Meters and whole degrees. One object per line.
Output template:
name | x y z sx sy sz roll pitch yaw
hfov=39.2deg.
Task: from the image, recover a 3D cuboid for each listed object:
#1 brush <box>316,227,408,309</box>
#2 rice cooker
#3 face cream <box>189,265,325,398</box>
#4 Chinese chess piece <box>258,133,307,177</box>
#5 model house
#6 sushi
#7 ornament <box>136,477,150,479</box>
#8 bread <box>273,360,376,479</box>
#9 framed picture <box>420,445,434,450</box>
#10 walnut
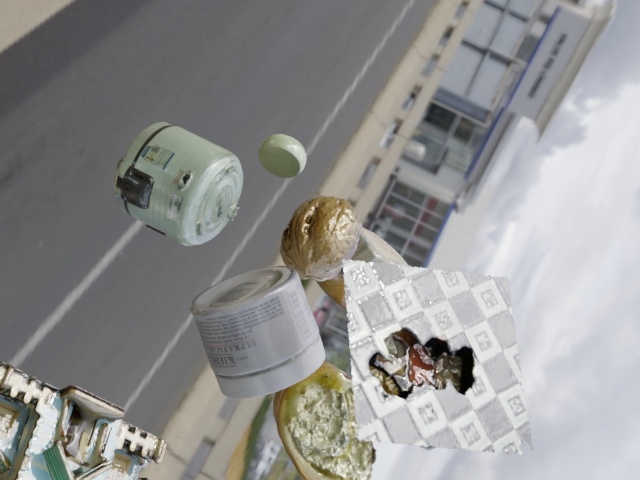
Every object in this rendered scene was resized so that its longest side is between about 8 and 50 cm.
brush | 0.076 0.045 2.170 0.166 0.174 0.266 -53 -139 13
rice cooker | -0.299 -0.116 1.850 0.226 0.244 0.226 -55 164 -24
face cream | -0.097 0.138 1.391 0.177 0.177 0.152 -55 127 -69
Chinese chess piece | -0.065 -0.144 1.534 0.084 0.084 0.034 111 0 -54
model house | -0.335 0.300 1.091 0.178 0.271 0.206 -25 -140 41
sushi | 0.151 0.164 1.230 0.050 0.290 0.264 -38 -130 52
ornament | -0.373 0.595 1.815 0.260 0.106 0.251 98 -13 -51
bread | -0.013 0.458 2.239 0.270 0.211 0.315 -172 -113 -73
framed picture | 0.202 0.315 1.523 0.149 0.109 0.011 -32 -139 37
walnut | 0.000 0.000 1.764 0.184 0.155 0.155 -61 176 -42
